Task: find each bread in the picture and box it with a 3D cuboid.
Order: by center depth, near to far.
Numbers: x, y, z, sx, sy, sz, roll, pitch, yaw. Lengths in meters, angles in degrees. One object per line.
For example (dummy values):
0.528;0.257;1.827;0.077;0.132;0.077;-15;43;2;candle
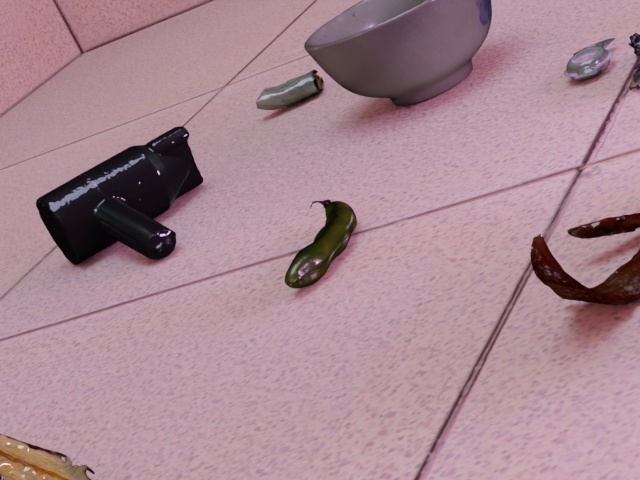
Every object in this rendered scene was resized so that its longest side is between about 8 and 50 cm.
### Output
-0.296;0.238;1.501;0.178;0.142;0.266;11;5;-18;bread

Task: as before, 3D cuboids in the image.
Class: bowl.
0.135;-0.287;2.325;0.289;0.146;0.289;-26;16;8;bowl

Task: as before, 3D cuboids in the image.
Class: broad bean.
0.005;-0.002;1.874;0.069;0.039;0.227;-15;19;15;broad bean

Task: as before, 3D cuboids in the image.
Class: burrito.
-0.052;-0.245;2.653;0.118;0.044;0.074;-23;15;6;burrito

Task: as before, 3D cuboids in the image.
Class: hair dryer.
-0.244;-0.048;2.306;0.244;0.116;0.302;-33;29;-18;hair dryer

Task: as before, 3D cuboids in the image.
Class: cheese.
0.345;-0.233;2.057;0.067;0.026;0.121;-19;19;23;cheese

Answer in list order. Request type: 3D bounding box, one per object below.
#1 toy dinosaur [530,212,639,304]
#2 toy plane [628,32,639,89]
0.321;-0.047;1.416;0.327;0.113;0.206;-26;17;-2;toy dinosaur
0.401;-0.238;1.933;0.135;0.062;0.188;-55;16;-1;toy plane
